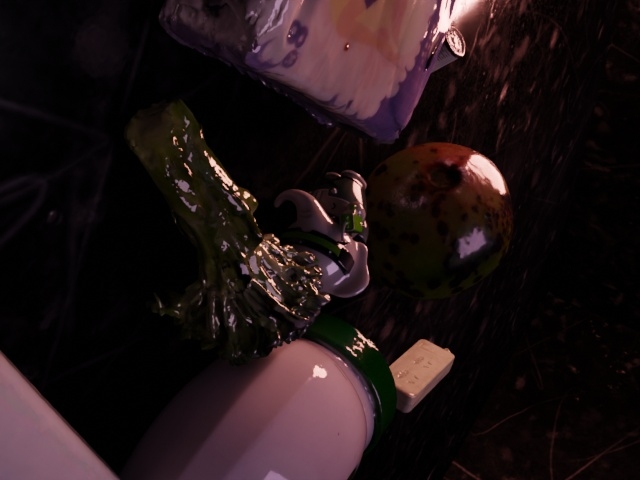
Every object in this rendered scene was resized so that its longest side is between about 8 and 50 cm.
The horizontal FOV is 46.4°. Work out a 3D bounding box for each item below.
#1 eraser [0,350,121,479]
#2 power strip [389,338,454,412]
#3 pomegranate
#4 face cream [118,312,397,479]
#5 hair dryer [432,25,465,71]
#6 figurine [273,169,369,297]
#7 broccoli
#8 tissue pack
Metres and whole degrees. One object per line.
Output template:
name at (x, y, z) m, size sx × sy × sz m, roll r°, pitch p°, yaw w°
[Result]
eraser at (-0.271, 0.196, 0.562) m, size 0.189 × 0.104 × 0.290 m, roll -45°, pitch 150°, yaw -24°
power strip at (0.223, 0.288, 1.665) m, size 0.288 × 0.093 × 0.053 m, roll -26°, pitch 136°, yaw -55°
pomegranate at (0.147, -0.013, 1.137) m, size 0.242 × 0.242 × 0.306 m, roll -51°, pitch -177°, yaw -30°
face cream at (-0.076, 0.252, 0.866) m, size 0.357 × 0.220 × 0.312 m, roll -41°, pitch 157°, yaw -51°
hair dryer at (0.091, -0.278, 0.933) m, size 0.044 × 0.155 × 0.183 m, roll 5°, pitch 69°, yaw -48°
figurine at (0.000, 0.000, 0.919) m, size 0.126 × 0.147 × 0.192 m, roll 49°, pitch 53°, yaw -48°
broccoli at (-0.098, -0.009, 0.727) m, size 0.165 × 0.146 × 0.304 m, roll -56°, pitch 142°, yaw -30°
tissue pack at (0.016, -0.247, 0.727) m, size 0.344 × 0.125 × 0.242 m, roll 13°, pitch 100°, yaw -63°
